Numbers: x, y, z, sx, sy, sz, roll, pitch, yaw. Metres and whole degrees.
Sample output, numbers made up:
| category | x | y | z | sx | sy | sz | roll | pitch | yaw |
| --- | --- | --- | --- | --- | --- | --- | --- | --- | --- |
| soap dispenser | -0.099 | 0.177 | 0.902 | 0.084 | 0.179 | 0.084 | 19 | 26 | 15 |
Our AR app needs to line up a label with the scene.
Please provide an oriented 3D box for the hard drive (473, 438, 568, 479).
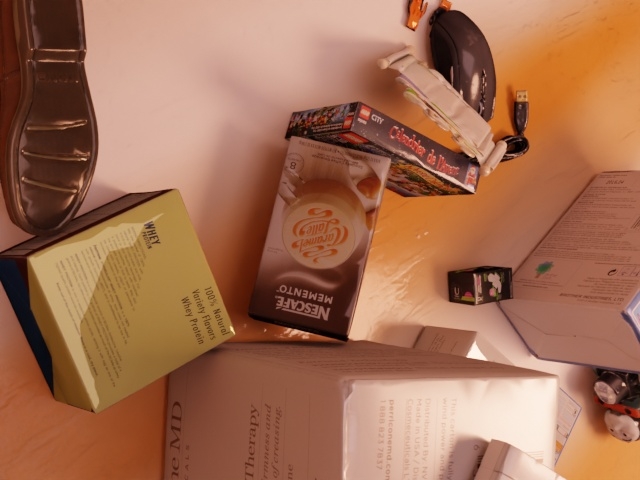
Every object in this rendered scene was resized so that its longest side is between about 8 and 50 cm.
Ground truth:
| category | x | y | z | sx | sy | sz | roll | pitch | yaw |
| --- | --- | --- | --- | --- | --- | --- | --- | --- | --- |
| hard drive | 0.203 | 0.428 | 1.192 | 0.233 | 0.047 | 0.353 | 35 | 73 | -30 |

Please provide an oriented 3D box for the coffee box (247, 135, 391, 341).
| category | x | y | z | sx | sy | sz | roll | pitch | yaw |
| --- | --- | --- | --- | --- | --- | --- | --- | --- | --- |
| coffee box | 0.000 | 0.000 | 1.459 | 0.141 | 0.098 | 0.246 | 12 | 81 | 2 |

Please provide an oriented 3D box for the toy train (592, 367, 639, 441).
| category | x | y | z | sx | sy | sz | roll | pitch | yaw |
| --- | --- | --- | --- | --- | --- | --- | --- | --- | --- |
| toy train | 0.605 | 0.210 | 1.898 | 0.334 | 0.142 | 0.190 | -36 | 119 | -29 |

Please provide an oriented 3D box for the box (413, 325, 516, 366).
| category | x | y | z | sx | sy | sz | roll | pitch | yaw |
| --- | --- | --- | --- | --- | --- | --- | --- | --- | --- |
| box | 0.210 | 0.251 | 1.627 | 0.181 | 0.119 | 0.182 | 41 | 69 | -28 |

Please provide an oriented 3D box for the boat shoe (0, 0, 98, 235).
| category | x | y | z | sx | sy | sz | roll | pitch | yaw |
| --- | --- | --- | --- | --- | --- | --- | --- | --- | --- |
| boat shoe | -0.331 | -0.157 | 1.263 | 0.111 | 0.104 | 0.307 | 6 | 85 | -43 |

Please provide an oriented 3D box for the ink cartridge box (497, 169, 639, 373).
| category | x | y | z | sx | sy | sz | roll | pitch | yaw |
| --- | --- | --- | --- | --- | --- | --- | --- | --- | --- |
| ink cartridge box | 0.514 | 0.020 | 1.744 | 0.395 | 0.270 | 0.151 | -48 | 117 | -24 |

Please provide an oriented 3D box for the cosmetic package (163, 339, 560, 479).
| category | x | y | z | sx | sy | sz | roll | pitch | yaw |
| --- | --- | --- | --- | --- | --- | --- | --- | --- | --- |
| cosmetic package | 0.036 | 0.303 | 1.339 | 0.327 | 0.394 | 0.329 | 3 | 89 | -35 |

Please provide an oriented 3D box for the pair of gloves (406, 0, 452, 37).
| category | x | y | z | sx | sy | sz | roll | pitch | yaw |
| --- | --- | --- | --- | --- | --- | --- | --- | --- | --- |
| pair of gloves | 0.165 | -0.347 | 1.658 | 0.083 | 0.010 | 0.074 | 21 | 80 | -35 |

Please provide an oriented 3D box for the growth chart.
| category | x | y | z | sx | sy | sz | roll | pitch | yaw |
| --- | --- | --- | --- | --- | --- | --- | --- | --- | --- |
| growth chart | 0.178 | -0.191 | 1.549 | 0.237 | 0.021 | 0.172 | 47 | 28 | 8 |

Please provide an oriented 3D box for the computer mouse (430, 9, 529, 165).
| category | x | y | z | sx | sy | sz | roll | pitch | yaw |
| --- | --- | --- | --- | --- | --- | --- | --- | --- | --- |
| computer mouse | 0.267 | -0.236 | 1.693 | 0.184 | 0.060 | 0.262 | -15 | 102 | -34 |

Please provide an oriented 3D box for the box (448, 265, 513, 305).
| category | x | y | z | sx | sy | sz | roll | pitch | yaw |
| --- | --- | --- | --- | --- | --- | --- | --- | --- | --- |
| box | 0.250 | 0.070 | 1.687 | 0.083 | 0.062 | 0.052 | -6 | 95 | -35 |

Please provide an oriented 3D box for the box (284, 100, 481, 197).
| category | x | y | z | sx | sy | sz | roll | pitch | yaw |
| --- | --- | --- | --- | --- | --- | --- | --- | --- | --- |
| box | 0.089 | -0.123 | 1.516 | 0.233 | 0.159 | 0.044 | 23 | 78 | -32 |

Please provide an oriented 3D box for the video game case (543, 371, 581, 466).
| category | x | y | z | sx | sy | sz | roll | pitch | yaw |
| --- | --- | --- | --- | --- | --- | --- | --- | --- | --- |
| video game case | 0.365 | 0.319 | 1.798 | 0.119 | 0.015 | 0.166 | 42 | 68 | -28 |

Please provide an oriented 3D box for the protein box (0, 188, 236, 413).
| category | x | y | z | sx | sy | sz | roll | pitch | yaw |
| --- | --- | --- | --- | --- | --- | --- | --- | --- | --- |
| protein box | -0.247 | 0.067 | 1.299 | 0.201 | 0.136 | 0.199 | -28 | 105 | -31 |
